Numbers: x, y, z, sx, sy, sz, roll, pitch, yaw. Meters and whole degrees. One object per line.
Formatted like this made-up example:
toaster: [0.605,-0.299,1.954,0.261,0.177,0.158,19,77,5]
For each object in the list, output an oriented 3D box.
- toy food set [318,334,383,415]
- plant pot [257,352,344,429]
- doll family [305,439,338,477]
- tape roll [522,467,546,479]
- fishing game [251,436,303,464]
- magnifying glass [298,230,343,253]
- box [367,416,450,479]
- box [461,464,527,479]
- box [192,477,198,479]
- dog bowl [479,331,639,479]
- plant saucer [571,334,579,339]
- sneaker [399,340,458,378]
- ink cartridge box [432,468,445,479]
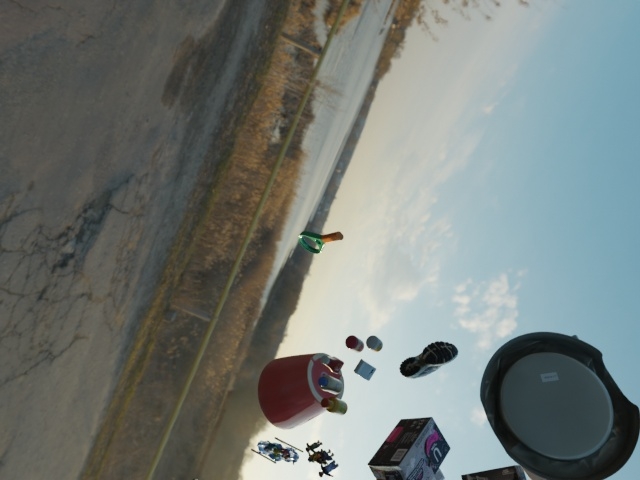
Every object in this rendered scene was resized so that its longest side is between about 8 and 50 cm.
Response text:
toy food set: [0.068,0.342,1.129,0.232,0.111,0.104,-55,142,-7]
plant pot: [-0.061,0.551,1.587,0.243,0.275,0.275,-32,-157,35]
doll family: [-0.002,1.046,2.000,0.111,0.193,0.076,-4,107,-46]
tape roll: [0.975,0.985,1.716,0.072,0.392,0.392,-51,-175,12]
fishing game: [-0.180,0.891,1.745,0.264,0.189,0.041,-42,-162,42]
magnifying glass: [0.000,0.000,1.331,0.026,0.092,0.231,-52,-161,-27]
box: [0.319,0.767,1.484,0.247,0.142,0.163,-31,180,-44]
box: [0.845,1.223,1.985,0.307,0.077,0.242,-37,-135,37]
box: [-0.508,1.159,1.339,0.472,0.479,0.297,-29,179,-15]
dog bowl: [0.587,0.415,1.063,0.348,0.349,0.102,-67,156,-16]
plant saucer: [0.782,0.395,1.349,0.036,0.199,0.198,38,-71,44]
sneaker: [0.512,0.563,1.957,0.283,0.122,0.110,-28,-131,15]
ink cartridge box: [0.349,0.967,1.613,0.225,0.056,0.181,-44,151,27]
